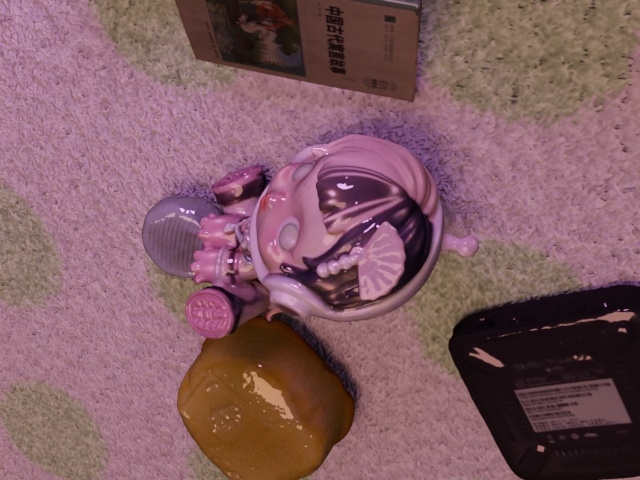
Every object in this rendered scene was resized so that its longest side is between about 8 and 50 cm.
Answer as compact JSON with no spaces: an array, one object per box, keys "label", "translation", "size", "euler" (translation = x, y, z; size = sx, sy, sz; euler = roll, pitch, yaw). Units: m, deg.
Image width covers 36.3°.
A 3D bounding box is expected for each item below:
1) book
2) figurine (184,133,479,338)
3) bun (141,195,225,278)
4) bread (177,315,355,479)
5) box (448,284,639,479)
[{"label":"book","translation":[-0.026,-0.240,1.114],"size":[0.283,0.025,0.215],"euler":[11,162,8]},{"label":"figurine","translation":[0.000,-0.009,1.252],"size":[0.211,0.253,0.361],"euler":[15,156,-42]},{"label":"bun","translation":[-0.189,-0.012,1.421],"size":[0.141,0.083,0.141],"euler":[9,131,11]},{"label":"bread","translation":[-0.086,0.252,1.508],"size":[0.270,0.148,0.270],"euler":[11,122,18]},{"label":"box","translation":[0.344,0.205,1.307],"size":[0.290,0.073,0.289],"euler":[-14,115,33]}]
